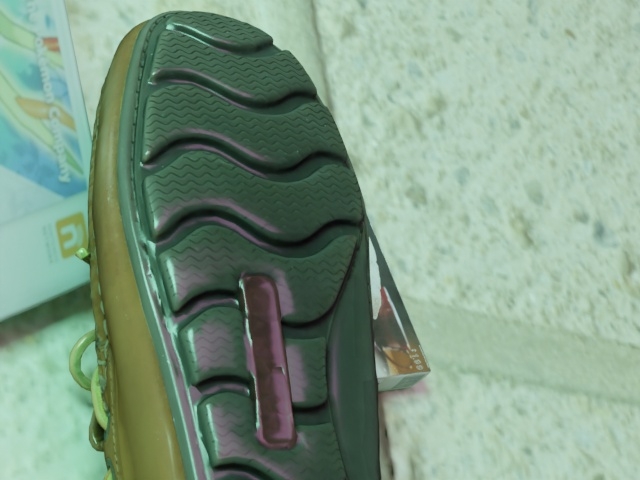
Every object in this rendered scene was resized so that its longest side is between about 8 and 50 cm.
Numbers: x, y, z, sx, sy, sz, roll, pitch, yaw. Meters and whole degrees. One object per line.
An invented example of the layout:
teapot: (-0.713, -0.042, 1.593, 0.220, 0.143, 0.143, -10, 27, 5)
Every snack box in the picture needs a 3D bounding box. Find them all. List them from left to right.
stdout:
snack box: (0.000, 0.000, 0.979, 0.064, 0.022, 0.178, -4, 63, -39)

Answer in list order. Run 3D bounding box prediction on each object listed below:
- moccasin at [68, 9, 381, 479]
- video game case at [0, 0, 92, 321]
moccasin: (-0.043, 0.071, 0.814, 0.139, 0.147, 0.380, -1, 67, -32)
video game case: (-0.226, -0.096, 0.732, 0.300, 0.036, 0.329, -26, 112, -46)
